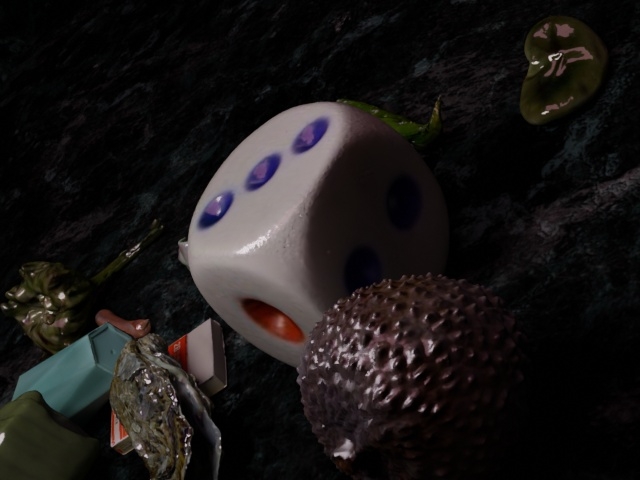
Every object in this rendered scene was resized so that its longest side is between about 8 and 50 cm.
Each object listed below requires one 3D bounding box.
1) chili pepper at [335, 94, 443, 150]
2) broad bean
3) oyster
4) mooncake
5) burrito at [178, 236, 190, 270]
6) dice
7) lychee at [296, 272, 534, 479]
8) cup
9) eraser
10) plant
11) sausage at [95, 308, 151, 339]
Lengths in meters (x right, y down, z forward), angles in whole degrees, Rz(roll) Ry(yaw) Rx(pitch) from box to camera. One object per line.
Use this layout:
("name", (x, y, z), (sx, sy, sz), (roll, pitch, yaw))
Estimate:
("chili pepper", (0.122, -0.211, 2.008), (0.359, 0.076, 0.085), (13, 80, 58))
("broad bean", (0.386, -0.268, 1.800), (0.153, 0.072, 0.206), (-23, 48, 34))
("oyster", (-0.244, 0.255, 1.763), (0.162, 0.158, 0.351), (-46, 38, 11))
("mooncake", (-0.492, 0.398, 1.758), (0.351, 0.187, 0.351), (-55, 11, 16))
("burrito", (-0.140, -0.011, 2.016), (0.229, 0.144, 0.089), (-43, 41, 11))
("dice", (0.000, 0.000, 1.670), (0.277, 0.304, 0.304), (-2, 50, 48))
("lychee", (0.113, 0.173, 1.365), (0.300, 0.300, 0.300), (-29, 34, 22))
("cup", (-0.419, 0.248, 1.970), (0.236, 0.148, 0.134), (-35, 64, 33))
("eraser", (-0.261, 0.248, 1.922), (0.230, 0.038, 0.157), (-35, 32, 15))
("plant", (-0.463, 0.116, 2.277), (0.333, 0.180, 0.251), (-17, -19, -40))
("sausage", (-0.381, 0.162, 2.155), (0.047, 0.040, 0.177), (-47, 31, -23))
